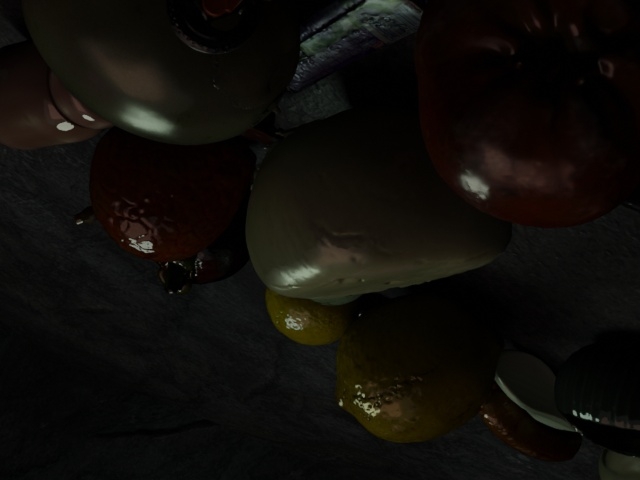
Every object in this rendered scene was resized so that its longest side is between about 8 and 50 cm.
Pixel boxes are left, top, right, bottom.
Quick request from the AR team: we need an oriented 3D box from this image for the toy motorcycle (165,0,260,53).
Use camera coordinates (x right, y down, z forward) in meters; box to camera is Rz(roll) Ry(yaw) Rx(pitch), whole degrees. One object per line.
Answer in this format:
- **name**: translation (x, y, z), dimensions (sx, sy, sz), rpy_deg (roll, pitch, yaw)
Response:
- **toy motorcycle**: translation (-0.146, -0.355, 1.029), dimensions (0.325, 0.221, 0.148), rpy_deg (42, 176, -11)

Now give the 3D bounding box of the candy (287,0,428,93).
- **candy**: translation (0.026, -0.252, 1.245), dimensions (0.088, 0.061, 0.312), rpy_deg (38, 155, -22)

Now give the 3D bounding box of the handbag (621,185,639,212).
- **handbag**: translation (0.475, -0.083, 1.016), dimensions (0.342, 0.152, 0.288), rpy_deg (25, 146, 5)

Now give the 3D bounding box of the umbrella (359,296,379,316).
- **umbrella**: translation (0.139, 0.163, 2.028), dimensions (0.235, 0.059, 0.066), rpy_deg (28, 155, 18)

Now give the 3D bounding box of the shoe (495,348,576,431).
- **shoe**: translation (0.400, 0.289, 1.987), dimensions (0.265, 0.095, 0.110), rpy_deg (32, 159, -18)

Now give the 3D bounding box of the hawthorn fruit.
- **hawthorn fruit**: translation (0.206, -0.149, 0.987), dimensions (0.284, 0.284, 0.284), rpy_deg (23, 158, 10)

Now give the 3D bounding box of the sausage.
- **sausage**: translation (0.416, 0.375, 2.087), dimensions (0.076, 0.103, 0.302), rpy_deg (-38, 136, 26)

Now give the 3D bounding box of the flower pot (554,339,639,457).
- **flower pot**: translation (0.494, 0.252, 1.708), dimensions (0.243, 0.157, 0.189), rpy_deg (6, 151, 41)

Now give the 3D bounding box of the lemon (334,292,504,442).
- **lemon**: translation (0.172, 0.219, 1.853), dimensions (0.310, 0.258, 0.258), rpy_deg (-24, 139, 12)

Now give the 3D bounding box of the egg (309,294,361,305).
- **egg**: translation (0.000, 0.000, 1.701), dimensions (0.169, 0.169, 0.231), rpy_deg (-2, 130, 51)

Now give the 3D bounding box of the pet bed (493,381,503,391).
- **pet bed**: translation (0.289, 0.245, 2.072), dimensions (0.201, 0.053, 0.201), rpy_deg (23, 153, 13)

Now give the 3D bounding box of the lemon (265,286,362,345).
- **lemon**: translation (-0.012, 0.103, 1.928), dimensions (0.178, 0.178, 0.203), rpy_deg (21, 157, 16)

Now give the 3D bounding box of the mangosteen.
- **mangosteen**: translation (-0.220, -0.007, 1.881), dimensions (0.216, 0.216, 0.216), rpy_deg (23, 158, 10)

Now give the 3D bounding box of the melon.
- **melon**: translation (-0.174, -0.247, 1.206), dimensions (0.330, 0.269, 0.268), rpy_deg (33, 158, -12)

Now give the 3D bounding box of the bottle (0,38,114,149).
- **bottle**: translation (-0.401, -0.247, 1.622), dimensions (0.296, 0.173, 0.207), rpy_deg (1, 113, 49)

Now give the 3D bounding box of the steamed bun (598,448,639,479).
- **steamed bun**: translation (0.658, 0.480, 1.944), dimensions (0.309, 0.219, 0.324), rpy_deg (22, 157, 13)

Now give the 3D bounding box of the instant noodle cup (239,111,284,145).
- **instant noodle cup**: translation (-0.161, -0.215, 1.456), dimensions (0.273, 0.091, 0.274), rpy_deg (20, 179, 0)

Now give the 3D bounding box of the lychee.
- **lychee**: translation (-0.245, -0.083, 1.662), dimensions (0.300, 0.255, 0.255), rpy_deg (-33, 125, 26)

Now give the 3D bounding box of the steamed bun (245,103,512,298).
- **steamed bun**: translation (0.076, -0.059, 1.375), dimensions (0.333, 0.233, 0.312), rpy_deg (-5, 170, -35)
